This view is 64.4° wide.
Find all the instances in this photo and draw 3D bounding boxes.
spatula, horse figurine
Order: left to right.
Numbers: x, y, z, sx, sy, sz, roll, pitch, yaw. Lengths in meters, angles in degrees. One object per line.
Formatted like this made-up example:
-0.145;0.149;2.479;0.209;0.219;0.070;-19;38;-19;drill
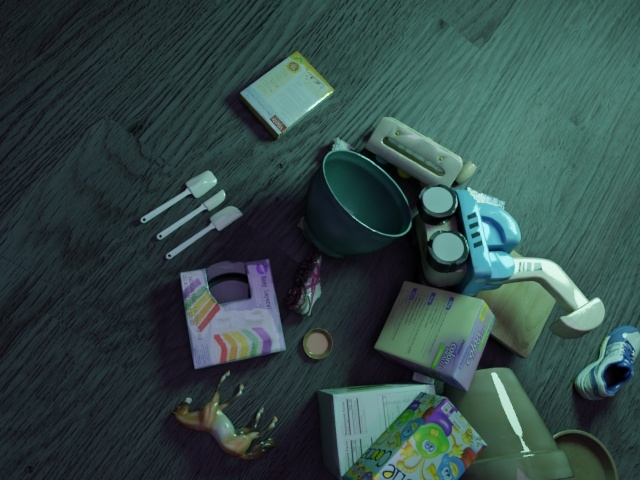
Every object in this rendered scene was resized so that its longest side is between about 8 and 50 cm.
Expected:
-0.363;-0.071;1.413;0.242;0.019;0.168;-36;93;-17;spatula
-0.228;0.464;1.292;0.263;0.066;0.174;44;66;3;horse figurine

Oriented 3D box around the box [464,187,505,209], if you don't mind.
0.511;-0.100;1.610;0.136;0.027;0.094;20;72;-7;box

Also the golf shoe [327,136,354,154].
0.057;-0.219;1.517;0.085;0.069;0.176;17;75;-15;golf shoe

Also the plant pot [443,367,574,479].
0.448;0.497;1.335;0.322;0.323;0.281;-3;62;-13;plant pot

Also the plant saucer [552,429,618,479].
0.731;0.691;1.469;0.277;0.041;0.278;3;77;-12;plant saucer

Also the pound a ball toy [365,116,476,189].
0.306;-0.243;1.549;0.319;0.208;0.136;32;109;6;pound a ball toy

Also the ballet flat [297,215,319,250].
0.000;0.000;1.466;0.052;0.057;0.168;-44;85;10;ballet flat

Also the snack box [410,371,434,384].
0.310;0.322;1.469;0.064;0.022;0.179;17;74;-7;snack box

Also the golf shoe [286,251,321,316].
-0.032;0.122;1.424;0.086;0.067;0.186;36;64;-36;golf shoe

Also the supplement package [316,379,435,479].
0.144;0.475;1.302;0.262;0.199;0.198;-3;78;-13;supplement package

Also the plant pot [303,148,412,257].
0.074;-0.075;1.388;0.292;0.196;0.293;25;41;-24;plant pot

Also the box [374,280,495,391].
0.306;0.249;1.365;0.117;0.242;0.214;45;65;-43;box

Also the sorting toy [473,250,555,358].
0.546;0.174;1.522;0.255;0.089;0.257;36;73;-3;sorting toy

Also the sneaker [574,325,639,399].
0.906;0.373;1.536;0.112;0.131;0.296;46;71;3;sneaker

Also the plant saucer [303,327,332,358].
-0.008;0.286;1.409;0.083;0.015;0.084;3;77;-12;plant saucer

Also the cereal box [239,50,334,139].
-0.101;-0.441;1.540;0.240;0.047;0.173;-42;89;-18;cereal box

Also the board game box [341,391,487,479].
0.206;0.493;1.132;0.275;0.142;0.144;-41;90;-17;board game box

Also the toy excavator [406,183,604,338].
0.492;0.056;1.383;0.444;0.222;0.434;-4;64;-1;toy excavator

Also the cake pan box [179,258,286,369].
-0.235;0.188;1.355;0.245;0.070;0.267;-7;78;-16;cake pan box
